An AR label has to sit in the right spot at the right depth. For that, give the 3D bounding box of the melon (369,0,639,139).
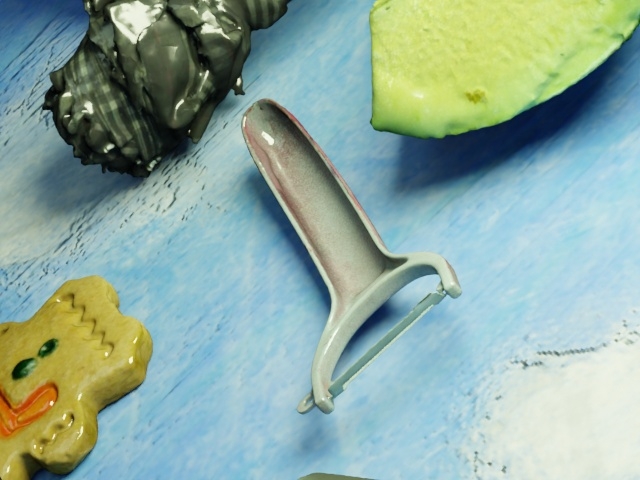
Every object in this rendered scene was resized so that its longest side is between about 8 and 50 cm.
[{"bbox_3d":[0.123,-0.200,1.272,0.196,0.124,0.323,-23,28,22],"label":"melon"}]

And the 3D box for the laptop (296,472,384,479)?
[{"bbox_3d":[0.052,0.209,0.995,0.269,0.015,0.187,1,52,41],"label":"laptop"}]

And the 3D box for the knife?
[{"bbox_3d":[0.001,0.001,1.220,0.123,0.053,0.278,-39,36,8],"label":"knife"}]

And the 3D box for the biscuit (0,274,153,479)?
[{"bbox_3d":[-0.213,0.117,1.296,0.225,0.036,0.166,-42,38,-2],"label":"biscuit"}]

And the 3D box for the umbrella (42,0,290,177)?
[{"bbox_3d":[-0.068,-0.193,1.361,0.128,0.154,0.336,44,107,13],"label":"umbrella"}]

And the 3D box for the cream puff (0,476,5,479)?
[{"bbox_3d":[-0.242,0.233,1.094,0.239,0.165,0.239,-23,40,21],"label":"cream puff"}]
